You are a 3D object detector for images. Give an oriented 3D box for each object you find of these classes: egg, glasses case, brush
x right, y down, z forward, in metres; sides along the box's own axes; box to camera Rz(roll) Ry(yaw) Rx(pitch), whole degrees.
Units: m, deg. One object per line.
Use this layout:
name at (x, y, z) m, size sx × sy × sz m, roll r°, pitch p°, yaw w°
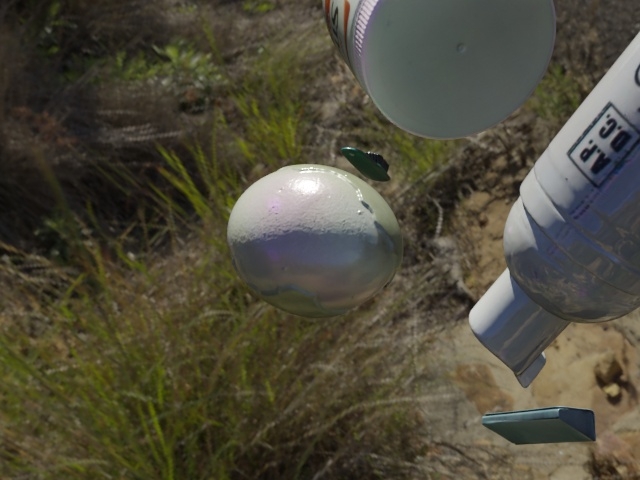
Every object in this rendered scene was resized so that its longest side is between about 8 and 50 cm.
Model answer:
egg at (0.000, 0.000, 1.014) m, size 0.217 × 0.183 × 0.183 m, roll -2°, pitch 53°, yaw 44°
glasses case at (0.456, 0.377, 1.804) m, size 0.056 × 0.105 × 0.266 m, roll -62°, pitch 14°, yaw -24°
brush at (0.067, -0.116, 1.229) m, size 0.043 × 0.193 × 0.032 m, roll 9°, pitch 83°, yaw 17°

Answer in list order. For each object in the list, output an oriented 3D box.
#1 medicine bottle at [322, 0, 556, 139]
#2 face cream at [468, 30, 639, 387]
medicine bottle at (0.145, -0.292, 1.131) m, size 0.252 × 0.252 × 0.241 m, roll -37°, pitch 32°, yaw 9°
face cream at (0.232, -0.023, 0.678) m, size 0.369 × 0.145 × 0.145 m, roll -56°, pitch 29°, yaw 28°
